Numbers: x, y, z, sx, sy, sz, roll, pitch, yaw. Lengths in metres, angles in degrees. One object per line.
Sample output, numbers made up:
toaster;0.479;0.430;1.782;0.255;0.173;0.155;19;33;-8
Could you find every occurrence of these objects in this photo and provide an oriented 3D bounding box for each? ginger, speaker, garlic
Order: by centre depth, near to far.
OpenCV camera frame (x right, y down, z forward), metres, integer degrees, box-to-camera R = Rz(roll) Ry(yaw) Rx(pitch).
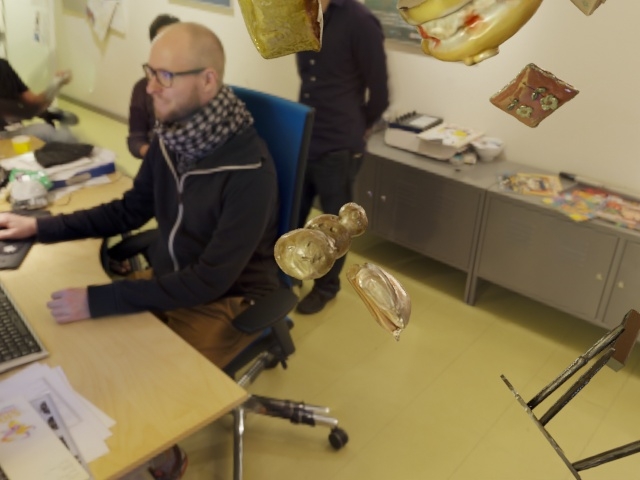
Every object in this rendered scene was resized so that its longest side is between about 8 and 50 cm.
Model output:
speaker;0.790;0.257;1.561;0.046;0.040;0.191;36;54;15
garlic;0.166;0.148;1.606;0.110;0.228;0.217;-36;11;-9
ginger;0.000;0.000;1.744;0.304;0.155;0.244;-40;9;-37

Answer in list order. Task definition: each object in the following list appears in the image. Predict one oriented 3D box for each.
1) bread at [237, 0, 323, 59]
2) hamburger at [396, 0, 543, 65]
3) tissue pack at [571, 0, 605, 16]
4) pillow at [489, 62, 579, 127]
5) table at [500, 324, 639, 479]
bread;-0.078;-0.450;1.038;0.147;0.270;0.270;-18;30;-2
hamburger;0.282;-0.450;1.146;0.302;0.186;0.261;-2;45;53
tissue pack;0.490;-0.559;1.073;0.071;0.325;0.170;-38;76;2
pillow;0.568;-0.381;1.612;0.171;0.179;0.075;26;60;-13
table;0.572;0.346;1.237;0.249;0.317;0.317;-37;30;6
